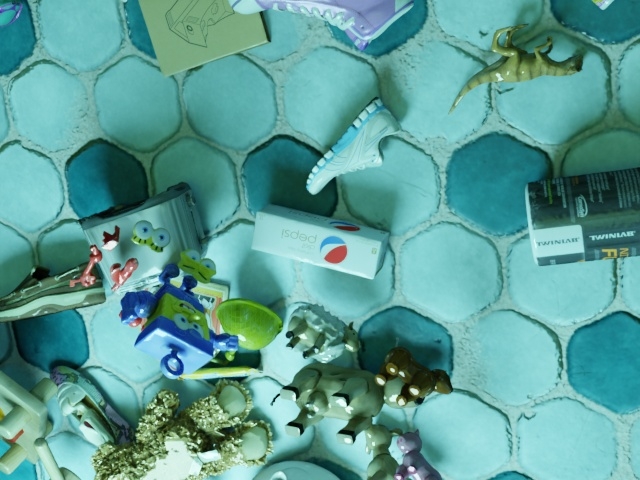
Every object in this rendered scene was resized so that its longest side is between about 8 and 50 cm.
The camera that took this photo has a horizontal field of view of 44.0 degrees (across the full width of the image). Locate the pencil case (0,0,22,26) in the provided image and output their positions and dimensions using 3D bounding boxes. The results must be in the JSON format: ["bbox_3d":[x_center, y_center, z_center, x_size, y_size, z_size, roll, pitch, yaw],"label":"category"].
[{"bbox_3d":[-0.584,-0.452,1.378,0.064,0.070,0.151,-33,91,20],"label":"pencil case"}]

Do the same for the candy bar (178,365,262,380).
[{"bbox_3d":[-0.186,0.241,1.443,0.162,0.040,0.018,-7,75,13],"label":"candy bar"}]

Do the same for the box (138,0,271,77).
[{"bbox_3d":[-0.196,-0.378,1.312,0.201,0.021,0.164,-13,99,18],"label":"box"}]

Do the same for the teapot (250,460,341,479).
[{"bbox_3d":[-0.055,0.535,1.403,0.252,0.187,0.256,-41,90,21],"label":"teapot"}]

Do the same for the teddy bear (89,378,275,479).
[{"bbox_3d":[-0.252,0.389,1.462,0.245,0.113,0.338,44,96,-9],"label":"teddy bear"}]

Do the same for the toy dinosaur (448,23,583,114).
[{"bbox_3d":[0.281,-0.260,1.182,0.212,0.064,0.112,-9,102,18],"label":"toy dinosaur"}]

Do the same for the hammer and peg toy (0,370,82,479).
[{"bbox_3d":[-0.576,0.324,1.483,0.361,0.127,0.266,34,140,6],"label":"hammer and peg toy"}]

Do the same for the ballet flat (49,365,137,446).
[{"bbox_3d":[-0.448,0.331,1.522,0.221,0.079,0.077,45,110,2],"label":"ballet flat"}]

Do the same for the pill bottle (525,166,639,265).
[{"bbox_3d":[0.431,-0.038,1.157,0.246,0.130,0.130,-7,101,18],"label":"pill bottle"}]

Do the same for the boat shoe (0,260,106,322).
[{"bbox_3d":[-0.523,0.093,1.489,0.258,0.095,0.095,-12,86,12],"label":"boat shoe"}]

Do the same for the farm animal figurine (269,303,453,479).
[{"bbox_3d":[0.083,0.286,1.325,0.327,0.172,0.330,19,116,24],"label":"farm animal figurine"}]

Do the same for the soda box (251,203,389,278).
[{"bbox_3d":[0.000,0.000,1.318,0.216,0.074,0.069,13,106,13],"label":"soda box"}]

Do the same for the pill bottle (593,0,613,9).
[{"bbox_3d":[0.391,-0.374,1.134,0.083,0.043,0.043,44,110,3],"label":"pill bottle"}]

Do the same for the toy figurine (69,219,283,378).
[{"bbox_3d":[-0.226,0.159,1.267,0.191,0.217,0.363,-40,122,20],"label":"toy figurine"}]

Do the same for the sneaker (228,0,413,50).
[{"bbox_3d":[0.003,-0.359,1.215,0.282,0.102,0.161,-13,103,15],"label":"sneaker"}]

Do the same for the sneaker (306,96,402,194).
[{"bbox_3d":[0.055,-0.134,1.275,0.083,0.071,0.190,42,111,-3],"label":"sneaker"}]

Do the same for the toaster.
[{"bbox_3d":[-0.306,0.001,1.374,0.227,0.129,0.146,-18,100,12],"label":"toaster"}]

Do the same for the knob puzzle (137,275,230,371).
[{"bbox_3d":[-0.260,0.160,1.454,0.213,0.030,0.213,4,104,15],"label":"knob puzzle"}]
